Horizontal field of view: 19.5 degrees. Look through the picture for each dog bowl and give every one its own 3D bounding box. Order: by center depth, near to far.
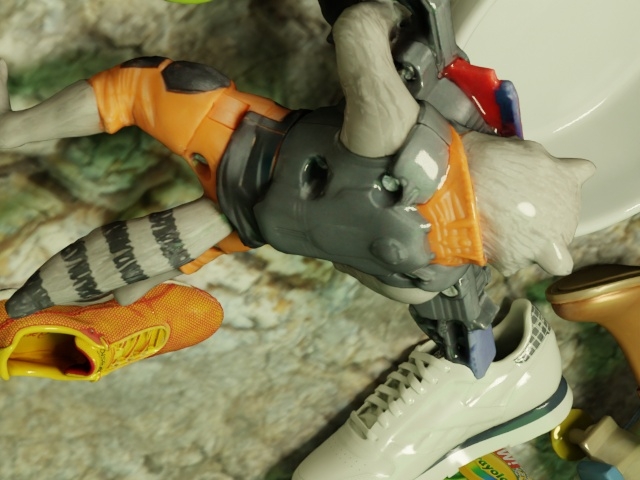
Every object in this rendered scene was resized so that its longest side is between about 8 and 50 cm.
[{"bbox_3d":[0.162,-0.132,1.199,0.264,0.104,0.265,-18,135,-18],"label":"dog bowl"}]

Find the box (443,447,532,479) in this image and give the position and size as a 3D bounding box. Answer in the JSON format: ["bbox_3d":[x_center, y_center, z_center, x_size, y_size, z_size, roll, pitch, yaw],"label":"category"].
[{"bbox_3d":[0.074,0.325,1.414,0.279,0.290,0.177,-11,128,-26],"label":"box"}]

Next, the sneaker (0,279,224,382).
[{"bbox_3d":[-0.140,0.067,1.219,0.175,0.067,0.064,-7,130,-29],"label":"sneaker"}]

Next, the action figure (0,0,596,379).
[{"bbox_3d":[0.000,0.000,1.086,0.330,0.178,0.341,-2,132,25],"label":"action figure"}]

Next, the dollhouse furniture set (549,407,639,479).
[{"bbox_3d":[0.348,0.181,1.636,0.286,0.198,0.303,-46,109,-19],"label":"dollhouse furniture set"}]

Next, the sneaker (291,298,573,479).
[{"bbox_3d":[0.075,0.128,1.412,0.235,0.090,0.095,-28,124,-11],"label":"sneaker"}]

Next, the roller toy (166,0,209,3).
[{"bbox_3d":[-0.061,-0.234,0.932,0.209,0.146,0.191,-39,141,21],"label":"roller toy"}]

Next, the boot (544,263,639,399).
[{"bbox_3d":[0.257,0.094,1.438,0.197,0.073,0.152,-3,95,-31],"label":"boot"}]
